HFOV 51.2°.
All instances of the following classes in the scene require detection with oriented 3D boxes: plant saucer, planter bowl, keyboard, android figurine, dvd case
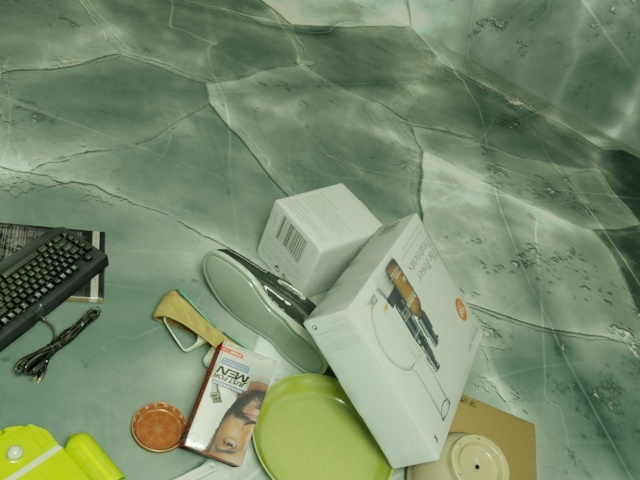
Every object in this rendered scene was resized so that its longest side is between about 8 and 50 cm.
[{"bbox_3d":[0.002,0.324,1.073,0.241,0.037,0.241,15,39,-12],"label":"plant saucer"},{"bbox_3d":[0.229,0.372,1.057,0.162,0.109,0.162,10,50,-12],"label":"planter bowl"},{"bbox_3d":[-0.244,0.284,1.011,0.083,0.013,0.083,14,40,-12],"label":"plant saucer"},{"bbox_3d":[-0.462,0.106,1.068,0.201,0.033,0.317,35,45,6],"label":"keyboard"},{"bbox_3d":[-0.380,0.341,0.847,0.273,0.056,0.248,42,42,18],"label":"android figurine"},{"bbox_3d":[-0.490,0.037,1.161,0.221,0.018,0.164,5,44,-22],"label":"dvd case"}]

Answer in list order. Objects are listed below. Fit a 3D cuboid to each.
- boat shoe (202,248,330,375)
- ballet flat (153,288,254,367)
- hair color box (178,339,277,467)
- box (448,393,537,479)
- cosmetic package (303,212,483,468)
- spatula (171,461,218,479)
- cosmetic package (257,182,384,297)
[{"bbox_3d":[-0.085,0.118,1.213,0.302,0.114,0.091,45,43,6],"label":"boat shoe"},{"bbox_3d":[-0.189,0.175,1.133,0.232,0.080,0.073,36,68,18],"label":"ballet flat"},{"bbox_3d":[-0.139,0.248,1.018,0.093,0.053,0.167,24,63,-12],"label":"hair color box"},{"bbox_3d":[0.290,0.359,1.193,0.201,0.021,0.164,23,39,-2],"label":"box"},{"bbox_3d":[0.148,0.154,1.162,0.284,0.097,0.377,61,32,-12],"label":"cosmetic package"},{"bbox_3d":[-0.182,0.370,0.878,0.168,0.019,0.242,35,23,27],"label":"spatula"},{"bbox_3d":[0.000,0.000,1.348,0.183,0.151,0.151,-17,54,-39],"label":"cosmetic package"}]
